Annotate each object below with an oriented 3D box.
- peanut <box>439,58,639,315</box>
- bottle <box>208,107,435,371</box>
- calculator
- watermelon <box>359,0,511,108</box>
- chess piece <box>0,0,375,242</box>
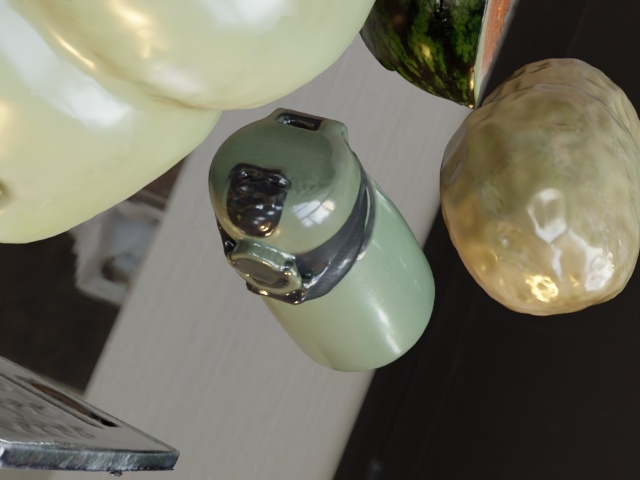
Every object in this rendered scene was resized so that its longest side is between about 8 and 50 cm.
[{"bbox_3d":[0.109,-0.029,0.636,0.085,0.104,0.228,-18,-168,18],"label":"peanut"},{"bbox_3d":[-0.001,0.001,1.319,0.168,0.169,0.347,17,163,23],"label":"bottle"},{"bbox_3d":[-0.190,0.096,0.809,0.161,0.021,0.261,25,178,17],"label":"calculator"},{"bbox_3d":[0.076,-0.210,1.055,0.145,0.193,0.137,14,-168,17],"label":"watermelon"},{"bbox_3d":[0.037,-0.162,0.375,0.442,0.234,0.234,-27,143,25],"label":"chess piece"}]
